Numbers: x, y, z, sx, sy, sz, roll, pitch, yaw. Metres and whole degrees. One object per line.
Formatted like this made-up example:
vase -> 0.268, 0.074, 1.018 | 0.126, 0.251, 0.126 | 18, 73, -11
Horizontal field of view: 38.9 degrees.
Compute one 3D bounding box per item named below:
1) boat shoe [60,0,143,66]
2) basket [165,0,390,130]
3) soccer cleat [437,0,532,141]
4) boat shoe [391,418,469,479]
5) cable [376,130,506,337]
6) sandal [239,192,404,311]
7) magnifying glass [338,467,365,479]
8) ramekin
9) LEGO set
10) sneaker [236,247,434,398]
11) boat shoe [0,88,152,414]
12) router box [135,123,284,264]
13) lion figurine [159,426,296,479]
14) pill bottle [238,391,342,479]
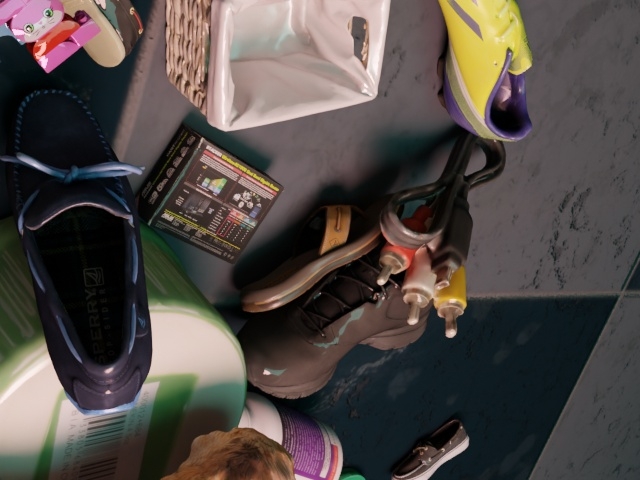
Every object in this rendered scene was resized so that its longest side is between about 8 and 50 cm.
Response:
boat shoe -> -0.176, -0.194, 0.671 | 0.042, 0.049, 0.133 | -61, 140, -35
basket -> -0.039, -0.173, 0.762 | 0.167, 0.103, 0.113 | -17, 127, -33
soccer cleat -> 0.168, -0.225, 0.901 | 0.093, 0.121, 0.289 | -34, 135, -20
boat shoe -> 0.157, 0.309, 1.321 | 0.142, 0.049, 0.040 | -28, 114, -28
cable -> 0.125, -0.039, 0.979 | 0.139, 0.072, 0.287 | 40, 43, -19
sandal -> 0.000, 0.000, 0.948 | 0.219, 0.090, 0.060 | -31, 101, -22
magnifying glass -> -0.031, 0.391, 1.221 | 0.231, 0.026, 0.092 | -36, 136, -21
ramekin -> -0.211, 0.136, 0.783 | 0.303, 0.148, 0.303 | -23, 131, -30
LEGO set -> -0.275, -0.118, 0.603 | 0.227, 0.087, 0.093 | -40, 135, -5
sneaker -> 0.025, 0.069, 0.970 | 0.286, 0.109, 0.130 | -22, 149, -42
boat shoe -> -0.162, -0.010, 0.648 | 0.109, 0.258, 0.089 | -16, 158, -21
router box -> -0.103, -0.041, 0.844 | 0.122, 0.038, 0.092 | 30, 96, -49
lion figurine -> -0.194, 0.244, 0.658 | 0.392, 0.142, 0.240 | 15, 99, -42
pill bottle -> -0.068, 0.230, 1.009 | 0.108, 0.108, 0.193 | -54, 139, 1
